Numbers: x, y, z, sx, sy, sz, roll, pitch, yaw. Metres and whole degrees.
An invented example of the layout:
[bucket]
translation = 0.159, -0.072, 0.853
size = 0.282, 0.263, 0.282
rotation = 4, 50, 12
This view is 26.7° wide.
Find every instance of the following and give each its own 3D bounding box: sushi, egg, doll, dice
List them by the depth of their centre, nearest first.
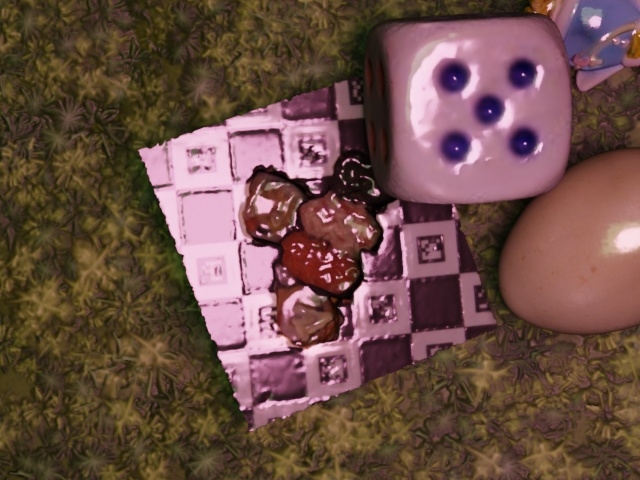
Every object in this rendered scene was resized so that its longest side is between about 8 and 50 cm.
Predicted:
[dice]
translation = 0.152, -0.143, 1.431
size = 0.194, 0.193, 0.191
rotation = -5, 100, -5
[egg]
translation = 0.310, 0.006, 1.466
size = 0.254, 0.188, 0.188
rotation = -32, 87, 15
[doll]
translation = 0.344, -0.227, 1.507
size = 0.241, 0.099, 0.135
rotation = 22, 85, 7
[sushi]
translation = 0.000, 0.000, 1.548
size = 0.320, 0.069, 0.339
rotation = -22, 95, -10

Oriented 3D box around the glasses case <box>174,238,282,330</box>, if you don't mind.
[glasses case]
translation = -0.099, 0.073, 1.580
size = 0.075, 0.049, 0.218
rotation = -23, 88, -2
